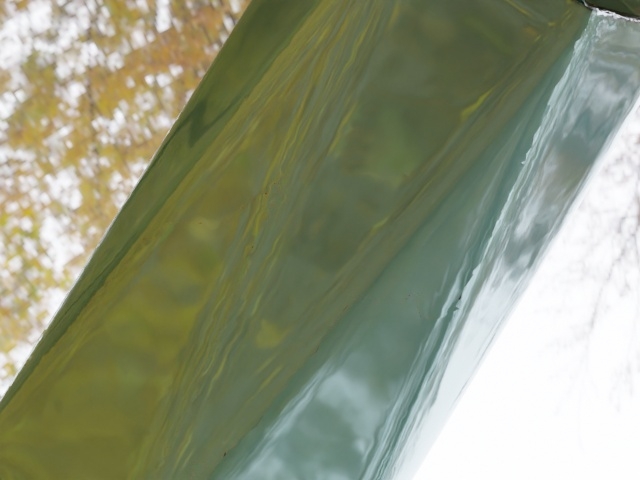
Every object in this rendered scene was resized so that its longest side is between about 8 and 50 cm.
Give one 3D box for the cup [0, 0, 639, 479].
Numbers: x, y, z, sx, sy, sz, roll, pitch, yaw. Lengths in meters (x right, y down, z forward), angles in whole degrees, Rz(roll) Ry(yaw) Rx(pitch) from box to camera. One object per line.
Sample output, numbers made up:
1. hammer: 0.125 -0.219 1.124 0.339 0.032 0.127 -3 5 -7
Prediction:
1. cup: 0.000 0.000 0.456 0.134 0.235 0.148 29 -155 -1
